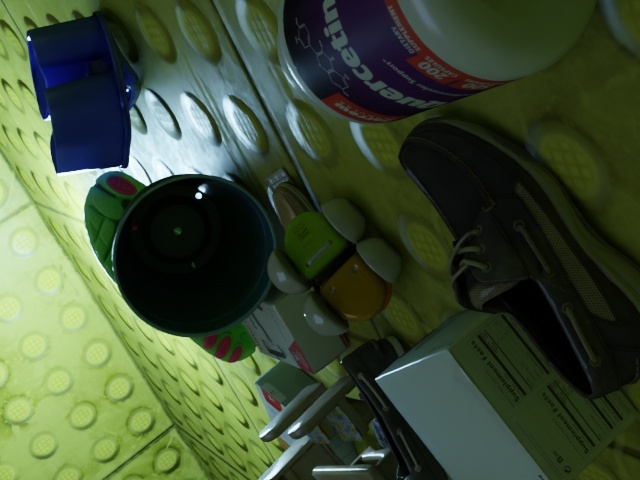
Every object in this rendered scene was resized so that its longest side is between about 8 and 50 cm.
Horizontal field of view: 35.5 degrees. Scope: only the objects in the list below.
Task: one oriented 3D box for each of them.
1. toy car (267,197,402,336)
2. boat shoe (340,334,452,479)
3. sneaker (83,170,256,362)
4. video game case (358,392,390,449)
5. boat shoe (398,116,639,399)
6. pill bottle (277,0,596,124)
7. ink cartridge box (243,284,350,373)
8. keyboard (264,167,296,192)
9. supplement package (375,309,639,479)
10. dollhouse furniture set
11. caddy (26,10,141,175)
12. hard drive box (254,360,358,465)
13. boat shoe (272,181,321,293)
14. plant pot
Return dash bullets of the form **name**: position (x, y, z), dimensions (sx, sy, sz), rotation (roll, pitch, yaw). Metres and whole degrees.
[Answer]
- **toy car**: position (0.029, 0.036, 1.429), dimensions (0.182, 0.159, 0.136), rotation (48, -166, 12)
- **boat shoe**: position (0.127, 0.317, 1.572), dimensions (0.112, 0.095, 0.335), rotation (145, 105, -78)
- **sneaker**: position (-0.305, 0.060, 1.991), dimensions (0.483, 0.185, 0.202), rotation (53, 167, -28)
- **video game case**: position (0.176, 0.376, 1.746), dimensions (0.210, 0.042, 0.232), rotation (25, 145, 47)
- **boat shoe**: position (0.199, 0.013, 1.026), dimensions (0.355, 0.130, 0.132), rotation (45, 157, 20)
- **pill bottle**: position (0.077, -0.203, 0.874), dimensions (0.181, 0.181, 0.323), rotation (57, 158, -10)
- **ink cartridge box**: position (-0.066, 0.137, 1.806), dimensions (0.218, 0.092, 0.158), rotation (12, 134, 62)
- **keyboard**: position (0.000, 0.000, 1.568), dimensions (0.256, 0.014, 0.072), rotation (55, 158, -5)
- **supplement package**: position (0.218, 0.192, 1.242), dimensions (0.204, 0.145, 0.262), rotation (52, 158, 2)
- **dollhouse furniture set**: position (0.011, 0.473, 1.765), dimensions (0.362, 0.256, 0.394), rotation (51, 153, -6)
- **caddy**: position (-0.410, -0.258, 1.794), dimensions (0.341, 0.179, 0.241), rotation (127, 128, -69)
- **hard drive box**: position (-0.025, 0.385, 2.104), dimensions (0.181, 0.089, 0.232), rotation (32, 150, 41)
- **boat shoe**: position (-0.026, 0.004, 1.520), dimensions (0.190, 0.072, 0.068), rotation (58, 152, -10)
- **plant pot**: position (-0.234, 0.006, 1.745), dimensions (0.271, 0.272, 0.255), rotation (60, 171, -17)
